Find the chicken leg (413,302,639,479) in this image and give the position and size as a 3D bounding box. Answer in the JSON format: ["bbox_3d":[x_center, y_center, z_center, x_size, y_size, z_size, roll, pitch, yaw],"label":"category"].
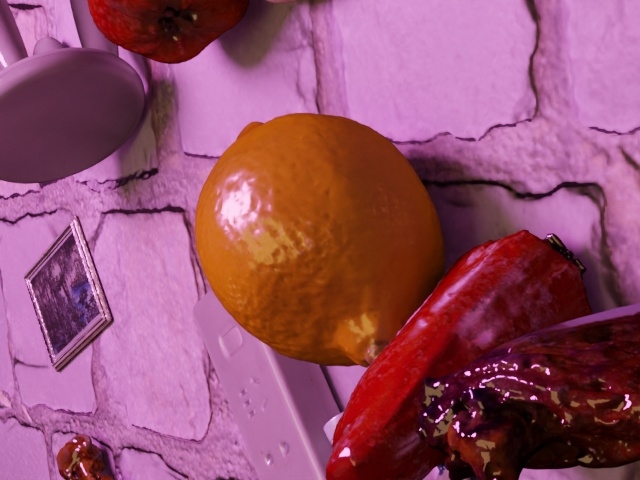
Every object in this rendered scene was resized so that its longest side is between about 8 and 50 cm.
[{"bbox_3d":[0.249,0.074,0.642,0.407,0.158,0.095,-7,88,21],"label":"chicken leg"}]

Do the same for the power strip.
[{"bbox_3d":[-0.034,0.156,1.106,0.098,0.058,0.338,-44,63,47],"label":"power strip"}]

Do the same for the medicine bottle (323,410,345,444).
[{"bbox_3d":[0.039,0.190,1.030,0.083,0.047,0.047,61,138,24],"label":"medicine bottle"}]

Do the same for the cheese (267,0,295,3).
[{"bbox_3d":[0.017,-0.274,0.952,0.251,0.054,0.127,-6,93,51],"label":"cheese"}]

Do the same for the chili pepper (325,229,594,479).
[{"bbox_3d":[0.077,0.102,0.810,0.144,0.253,0.136,-10,108,46],"label":"chili pepper"}]

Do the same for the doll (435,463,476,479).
[{"bbox_3d":[0.106,0.205,0.966,0.037,0.027,0.125,35,124,33],"label":"doll"}]

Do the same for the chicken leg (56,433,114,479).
[{"bbox_3d":[-0.243,0.320,1.390,0.251,0.107,0.087,46,176,45],"label":"chicken leg"}]

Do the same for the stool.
[{"bbox_3d":[-0.313,-0.190,1.272,0.198,0.195,0.195,59,138,27],"label":"stool"}]

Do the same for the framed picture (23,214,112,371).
[{"bbox_3d":[-0.320,0.070,1.482,0.183,0.011,0.142,-39,68,48],"label":"framed picture"}]

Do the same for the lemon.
[{"bbox_3d":[0.000,0.000,0.931,0.244,0.187,0.187,53,135,28],"label":"lemon"}]

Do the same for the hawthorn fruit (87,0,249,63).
[{"bbox_3d":[-0.147,-0.271,1.100,0.162,0.163,0.203,-51,44,44],"label":"hawthorn fruit"}]
